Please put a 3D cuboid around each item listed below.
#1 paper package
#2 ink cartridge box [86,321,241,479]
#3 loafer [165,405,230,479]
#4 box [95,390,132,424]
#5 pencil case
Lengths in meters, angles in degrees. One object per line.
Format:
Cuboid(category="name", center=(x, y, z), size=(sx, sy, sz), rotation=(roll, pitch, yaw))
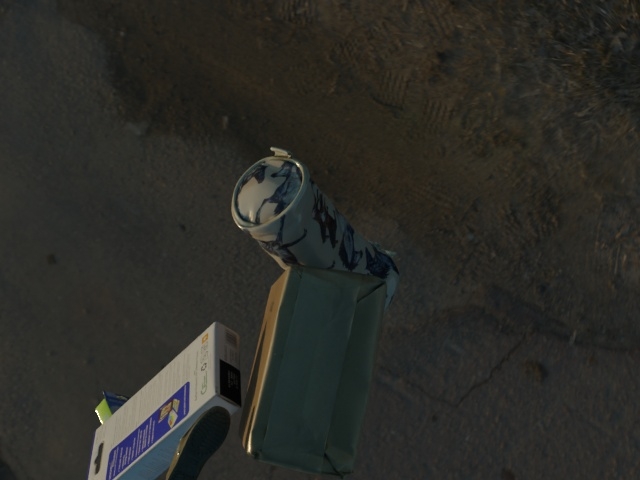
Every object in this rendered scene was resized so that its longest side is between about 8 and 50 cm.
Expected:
Cuboid(category="paper package", center=(-0.020, 0.211, 1.280), size=(0.168, 0.325, 0.309), rotation=(13, 78, -5))
Cuboid(category="ink cartridge box", center=(-0.282, 0.317, 1.361), size=(0.371, 0.175, 0.069), rotation=(-40, 122, 21))
Cuboid(category="loafer", center=(-0.190, 0.313, 1.158), size=(0.056, 0.050, 0.148), rotation=(39, 75, -20))
Cuboid(category="box", center=(-0.419, 0.413, 1.673), size=(0.042, 0.109, 0.178), rotation=(-47, 49, 9))
Cuboid(category="pencil case", center=(0.000, 0.000, 1.499), size=(0.160, 0.410, 0.183), rotation=(-1, 58, 37))
